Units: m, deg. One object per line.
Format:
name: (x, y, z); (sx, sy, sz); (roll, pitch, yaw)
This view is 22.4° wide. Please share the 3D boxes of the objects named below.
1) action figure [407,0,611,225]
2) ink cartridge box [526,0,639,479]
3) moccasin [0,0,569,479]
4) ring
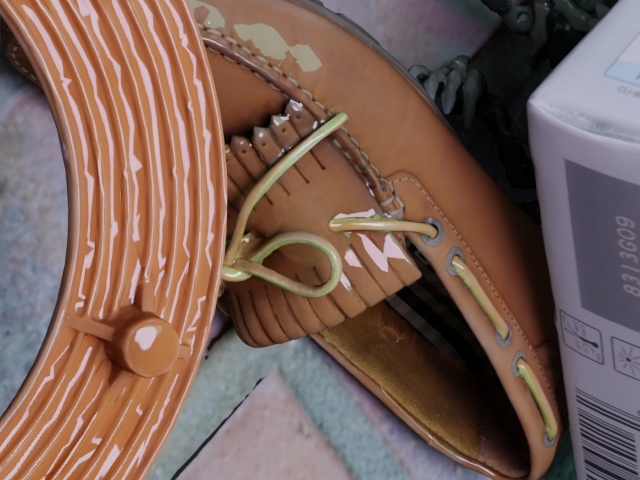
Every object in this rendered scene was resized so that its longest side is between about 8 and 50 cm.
action figure: (0.124, -0.099, 0.875); (0.141, 0.164, 0.276); (-17, 87, -64)
ink cartridge box: (0.257, -0.059, 0.854); (0.385, 0.091, 0.308); (-47, 141, -29)
moccasin: (-0.002, 0.000, 0.785); (0.380, 0.139, 0.147); (44, 51, -37)
ring: (-0.176, -0.002, 0.492); (0.336, 0.032, 0.337); (-5, 100, -29)
